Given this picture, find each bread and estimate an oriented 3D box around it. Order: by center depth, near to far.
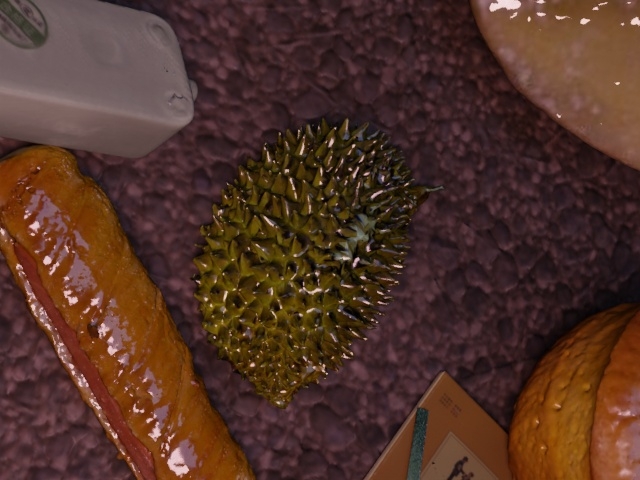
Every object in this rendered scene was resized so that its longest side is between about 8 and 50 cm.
[{"bbox_3d":[0.276,0.174,1.184,0.312,0.172,0.312,5,82,-36],"label":"bread"}]

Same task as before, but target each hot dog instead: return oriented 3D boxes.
[{"bbox_3d":[-0.124,0.066,1.048,0.088,0.061,0.286,-40,101,-41],"label":"hot dog"}]

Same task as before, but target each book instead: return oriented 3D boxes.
[{"bbox_3d":[0.081,0.194,1.163,0.118,0.012,0.172,46,62,-14],"label":"book"}]

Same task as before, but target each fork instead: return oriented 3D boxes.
[{"bbox_3d":[0.056,0.228,1.121,0.039,0.021,0.235,19,71,-28],"label":"fork"}]

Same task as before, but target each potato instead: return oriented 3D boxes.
[{"bbox_3d":[0.237,-0.162,1.286,0.264,0.211,0.189,4,116,3],"label":"potato"}]

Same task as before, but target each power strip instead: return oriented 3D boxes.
[{"bbox_3d":[-0.229,-0.116,0.975,0.385,0.062,0.091,8,56,-43],"label":"power strip"}]

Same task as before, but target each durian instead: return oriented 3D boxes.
[{"bbox_3d":[0.002,-0.005,1.116,0.137,0.095,0.221,44,56,-16],"label":"durian"}]
